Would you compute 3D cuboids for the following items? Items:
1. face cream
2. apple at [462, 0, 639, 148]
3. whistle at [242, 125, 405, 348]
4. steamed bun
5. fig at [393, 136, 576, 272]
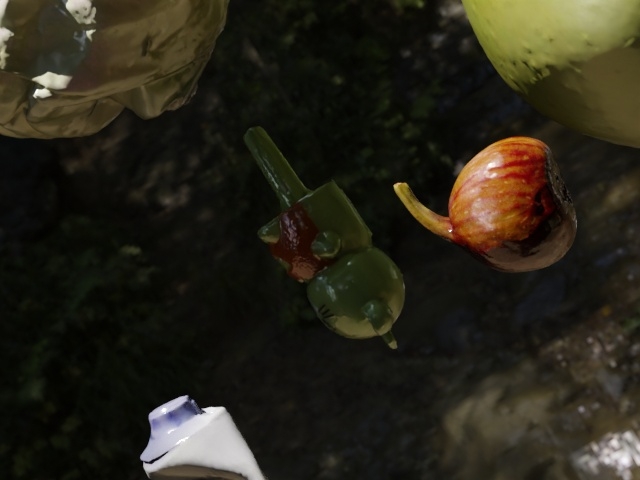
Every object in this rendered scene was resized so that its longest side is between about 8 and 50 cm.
[{"bbox_3d":[-0.108,0.408,1.797,0.137,0.420,0.235,-36,4,-40],"label":"face cream"},{"bbox_3d":[0.362,-0.321,1.342,0.474,0.473,0.473,-31,3,2],"label":"apple"},{"bbox_3d":[0.000,0.000,1.374,0.106,0.288,0.131,-35,-3,-1],"label":"whistle"},{"bbox_3d":[-0.218,-0.203,1.271,0.280,0.207,0.268,-43,10,9],"label":"steamed bun"},{"bbox_3d":[0.224,-0.032,1.632,0.207,0.175,0.175,-23,5,14],"label":"fig"}]
